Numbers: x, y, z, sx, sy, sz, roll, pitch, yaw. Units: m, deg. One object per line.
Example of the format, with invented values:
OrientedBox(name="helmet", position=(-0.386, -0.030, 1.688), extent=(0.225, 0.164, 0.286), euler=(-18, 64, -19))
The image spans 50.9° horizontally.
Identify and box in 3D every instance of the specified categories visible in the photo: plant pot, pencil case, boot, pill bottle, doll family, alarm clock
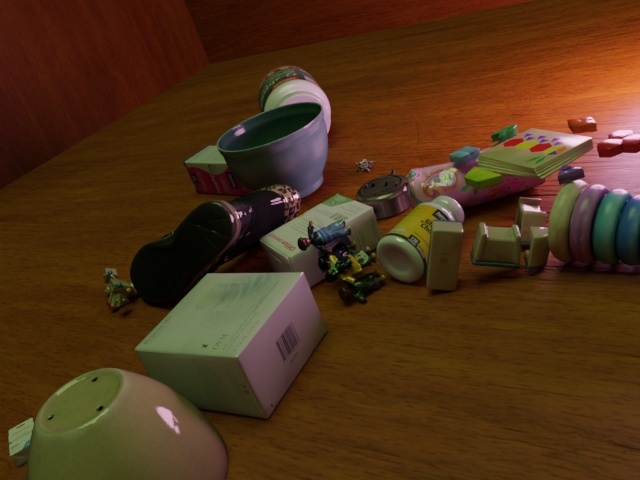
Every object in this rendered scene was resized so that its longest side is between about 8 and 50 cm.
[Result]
OrientedBox(name="plant pot", position=(-0.300, 0.298, 0.965), extent=(0.284, 0.190, 0.284), euler=(-16, 28, 9))
OrientedBox(name="pencil case", position=(0.321, -0.131, 1.410), extent=(0.284, 0.124, 0.124), euler=(-19, 27, 3))
OrientedBox(name="plant pot", position=(-0.103, -0.218, 1.789), extent=(0.293, 0.196, 0.293), euler=(-17, 26, 8))
OrientedBox(name="boot", position=(-0.234, 0.002, 1.519), extent=(0.377, 0.138, 0.284), euler=(-38, -8, 37))
OrientedBox(name="pill bottle", position=(-0.082, -0.421, 2.140), extent=(0.210, 0.210, 0.363), euler=(-21, 26, -1))
OrientedBox(name="doll family", position=(0.034, 0.035, 1.288), extent=(0.111, 0.076, 0.193), euler=(-25, 49, -20))
OrientedBox(name="pill bottle", position=(0.197, -0.009, 1.289), extent=(0.103, 0.103, 0.184), euler=(8, 38, 43))
OrientedBox(name="alarm clock", position=(0.139, -0.094, 1.541), extent=(0.130, 0.064, 0.192), euler=(-1, 35, 33))

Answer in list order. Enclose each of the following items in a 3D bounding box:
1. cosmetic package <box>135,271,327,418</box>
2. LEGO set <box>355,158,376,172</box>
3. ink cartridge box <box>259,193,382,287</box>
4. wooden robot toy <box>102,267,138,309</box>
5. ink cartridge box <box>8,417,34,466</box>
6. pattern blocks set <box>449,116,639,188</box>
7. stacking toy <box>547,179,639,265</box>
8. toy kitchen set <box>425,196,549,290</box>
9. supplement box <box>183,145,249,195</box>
OrientedBox(name="cosmetic package", position=(-0.149, 0.170, 1.161), extent=(0.225, 0.138, 0.224), euler=(-4, 31, 33))
OrientedBox(name="LEGO set", position=(0.116, -0.204, 1.802), extent=(0.054, 0.023, 0.083), euler=(-31, 28, -19))
OrientedBox(name="ink cartridge box", position=(0.000, 0.000, 1.423), extent=(0.213, 0.093, 0.154), euler=(-29, 27, -19))
OrientedBox(name="wooden robot toy", position=(-0.457, 0.119, 1.578), extent=(0.079, 0.076, 0.173), euler=(6, 12, -31))
OrientedBox(name="ink cartridge box", position=(-0.522, 0.355, 1.191), extent=(0.048, 0.028, 0.083), euler=(-28, 28, -16))
OrientedBox(name="pattern blocks set", position=(0.398, -0.161, 1.248), extent=(0.286, 0.026, 0.325), euler=(-23, 23, -7))
OrientedBox(name="stacking toy", position=(0.535, -0.006, 1.044), extent=(0.330, 0.141, 0.141), euler=(14, 42, 39))
OrientedBox(name="toy kitchen set", position=(0.300, 0.002, 1.225), extent=(0.207, 0.122, 0.166), euler=(5, 30, 5))
OrientedBox(name="supplement box", position=(-0.284, -0.209, 1.995), extent=(0.220, 0.111, 0.114), euler=(6, 37, 42))
